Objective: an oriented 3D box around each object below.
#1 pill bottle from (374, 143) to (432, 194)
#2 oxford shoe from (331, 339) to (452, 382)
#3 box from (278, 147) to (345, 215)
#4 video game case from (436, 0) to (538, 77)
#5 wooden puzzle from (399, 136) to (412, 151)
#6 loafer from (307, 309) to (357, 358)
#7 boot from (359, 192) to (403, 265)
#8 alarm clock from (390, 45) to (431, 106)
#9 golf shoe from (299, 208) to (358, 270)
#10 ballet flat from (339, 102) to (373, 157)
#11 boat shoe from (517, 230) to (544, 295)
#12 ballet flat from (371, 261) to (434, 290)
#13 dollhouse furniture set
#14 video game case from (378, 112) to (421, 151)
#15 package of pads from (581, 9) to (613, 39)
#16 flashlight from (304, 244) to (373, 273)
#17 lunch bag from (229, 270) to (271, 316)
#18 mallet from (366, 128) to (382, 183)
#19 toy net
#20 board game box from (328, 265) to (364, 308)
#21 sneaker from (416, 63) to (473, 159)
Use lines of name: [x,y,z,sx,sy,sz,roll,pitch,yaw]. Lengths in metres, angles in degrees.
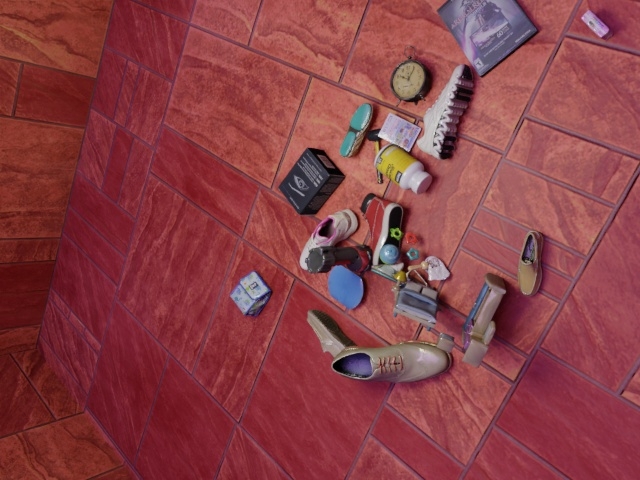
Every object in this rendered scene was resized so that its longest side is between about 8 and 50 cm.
pill bottle: [0.273,-0.231,1.688,0.184,0.103,0.103,42,115,29]
oxford shoe: [0.228,0.412,1.687,0.396,0.146,0.141,-10,84,20]
box: [-0.035,-0.217,1.920,0.207,0.108,0.153,-49,64,28]
video game case: [0.497,-0.663,1.553,0.196,0.026,0.274,-37,71,32]
wooden puzzle: [0.277,-0.331,1.742,0.083,0.006,0.049,26,107,34]
loafer: [0.034,0.363,1.892,0.268,0.102,0.092,45,111,27]
boot: [0.191,-0.034,1.782,0.176,0.088,0.244,32,120,49]
alarm clock: [0.296,-0.540,1.684,0.129,0.064,0.192,-1,94,37]
golf shoe: [0.000,0.000,1.883,0.115,0.140,0.306,52,121,22]
ballet flat: [0.132,-0.386,1.812,0.073,0.067,0.206,39,111,25]
boat shoe: [0.595,0.067,1.474,0.068,0.072,0.190,3,94,37]
ballet flat: [0.278,0.123,1.707,0.221,0.077,0.079,31,89,14]
dollhouse furniture set: [0.352,0.168,1.499,0.303,0.286,0.198,22,106,9]
video game case: [0.265,-0.362,1.723,0.122,0.011,0.087,31,105,16]
package of pads: [0.733,-0.569,1.360,0.032,0.050,0.083,-47,65,34]
flashlight: [0.067,0.068,1.730,0.103,0.304,0.103,-16,83,38]
lunch bag: [-0.285,0.220,2.140,0.151,0.096,0.129,-49,60,12]
mallet: [0.192,-0.293,1.793,0.062,0.039,0.190,7,99,36]
toy net: [0.314,0.054,1.677,0.232,0.045,0.122,26,72,8]
board game box: [0.099,0.168,1.881,0.168,0.033,0.133,32,115,37]
sneaker: [0.384,-0.405,1.604,0.118,0.110,0.292,30,109,42]
